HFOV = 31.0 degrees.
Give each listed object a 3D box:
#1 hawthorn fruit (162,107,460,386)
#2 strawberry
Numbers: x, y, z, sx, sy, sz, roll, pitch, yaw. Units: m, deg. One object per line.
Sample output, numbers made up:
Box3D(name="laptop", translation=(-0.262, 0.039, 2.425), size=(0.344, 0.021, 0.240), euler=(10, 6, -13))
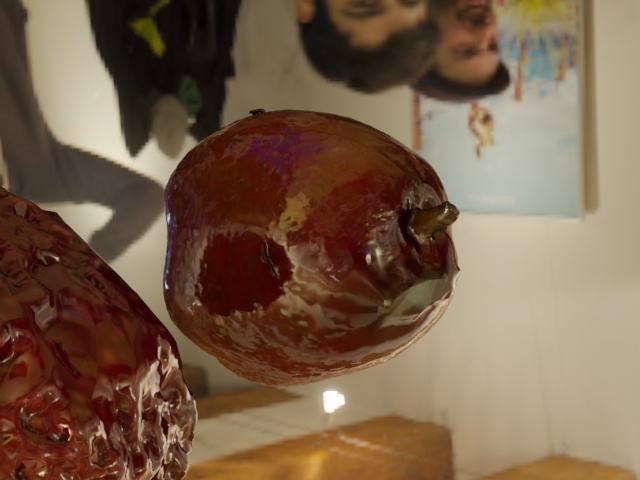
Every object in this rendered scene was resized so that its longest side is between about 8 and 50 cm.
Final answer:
Box3D(name="hawthorn fruit", translation=(0.000, 0.000, 0.730), size=(0.202, 0.185, 0.185), euler=(-9, -179, 41))
Box3D(name="strawberry", translation=(-0.208, 0.087, 0.538), size=(0.274, 0.274, 0.220), euler=(2, 149, 36))
